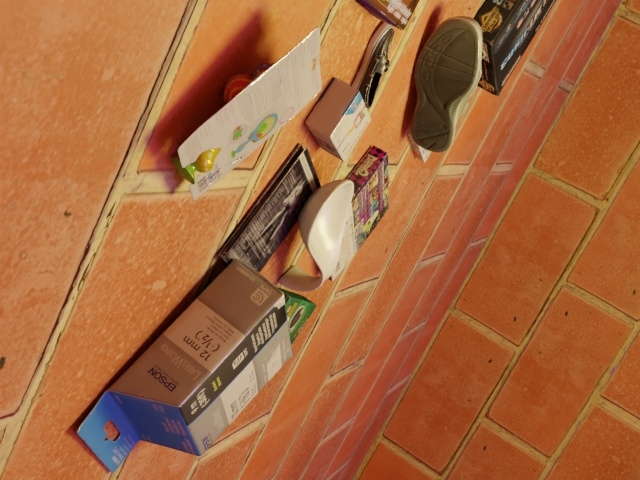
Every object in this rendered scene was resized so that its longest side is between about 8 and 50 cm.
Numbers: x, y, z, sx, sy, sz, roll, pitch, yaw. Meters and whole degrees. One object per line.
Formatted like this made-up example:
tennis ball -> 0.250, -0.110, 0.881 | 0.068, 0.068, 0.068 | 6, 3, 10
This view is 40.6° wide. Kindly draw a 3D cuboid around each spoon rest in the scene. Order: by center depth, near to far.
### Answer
spoon rest -> 0.000, 0.000, 1.528 | 0.137, 0.084, 0.276 | -45, 165, -39

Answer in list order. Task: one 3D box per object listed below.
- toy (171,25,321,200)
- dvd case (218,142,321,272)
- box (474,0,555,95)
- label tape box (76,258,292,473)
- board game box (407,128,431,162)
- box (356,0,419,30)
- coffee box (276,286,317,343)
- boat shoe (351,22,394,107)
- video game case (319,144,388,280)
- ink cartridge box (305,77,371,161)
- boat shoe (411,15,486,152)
toy -> -0.096, -0.167, 1.086 | 0.237, 0.056, 0.137 | -47, 163, -18
dvd case -> -0.078, -0.036, 1.411 | 0.221, 0.018, 0.164 | -54, 161, -11
box -> 0.437, -0.507, 1.925 | 0.296, 0.073, 0.293 | -57, 161, -4
label tape box -> -0.197, 0.229, 1.357 | 0.348, 0.115, 0.249 | -49, 160, -23
board game box -> 0.237, -0.242, 1.895 | 0.103, 0.026, 0.154 | -57, 162, -4
box -> 0.102, -0.421, 1.189 | 0.201, 0.057, 0.293 | -62, 162, 10
coffee box -> -0.074, 0.155, 1.697 | 0.113, 0.040, 0.184 | -58, 162, 2
boat shoe -> 0.091, -0.284, 1.414 | 0.049, 0.040, 0.142 | -23, 141, -61
video game case -> 0.064, -0.049, 1.726 | 0.210, 0.041, 0.232 | -52, 161, -17
ink cartridge box -> 0.031, -0.192, 1.388 | 0.088, 0.052, 0.122 | -57, 164, -5
boat shoe -> 0.249, -0.311, 1.681 | 0.320, 0.118, 0.103 | 93, 22, -51
